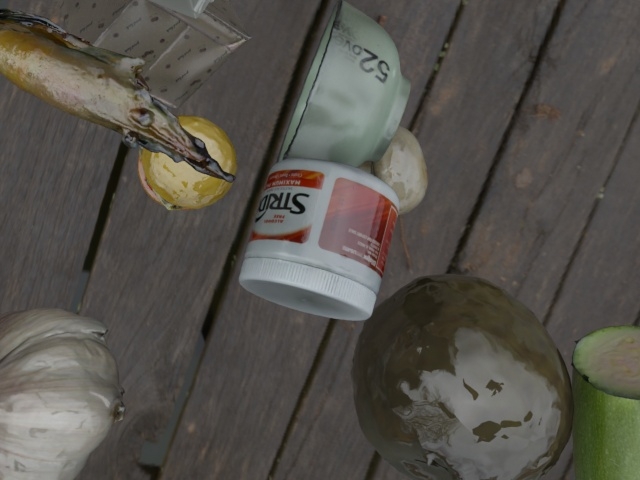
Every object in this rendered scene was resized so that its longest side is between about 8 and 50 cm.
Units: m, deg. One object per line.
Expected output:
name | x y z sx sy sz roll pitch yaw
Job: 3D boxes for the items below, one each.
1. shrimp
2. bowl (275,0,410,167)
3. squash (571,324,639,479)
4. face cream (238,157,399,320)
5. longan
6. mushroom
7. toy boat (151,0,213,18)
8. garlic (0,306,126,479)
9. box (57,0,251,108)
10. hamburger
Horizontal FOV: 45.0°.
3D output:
shrimp | -0.180 -0.143 0.692 0.262 0.117 0.066 28 128 -11
bowl | 0.056 -0.264 1.498 0.185 0.354 0.353 20 104 -7
squash | 0.661 0.404 1.621 0.263 0.263 0.384 -14 113 -9
face cream | 0.000 0.000 1.124 0.201 0.201 0.187 21 75 -20
longan | 0.259 0.279 1.448 0.404 0.404 0.436 -33 82 -1
mushroom | 0.133 -0.156 1.745 0.215 0.207 0.207 -6 112 8
toy boat | -0.236 -0.367 0.884 0.269 0.141 0.141 38 98 2
garlic | -0.448 0.251 1.165 0.322 0.322 0.241 -46 117 5
box | -0.300 -0.410 1.297 0.190 0.297 0.225 -41 147 20
hamburger | -0.217 -0.123 1.255 0.162 0.115 0.162 3 83 -22
